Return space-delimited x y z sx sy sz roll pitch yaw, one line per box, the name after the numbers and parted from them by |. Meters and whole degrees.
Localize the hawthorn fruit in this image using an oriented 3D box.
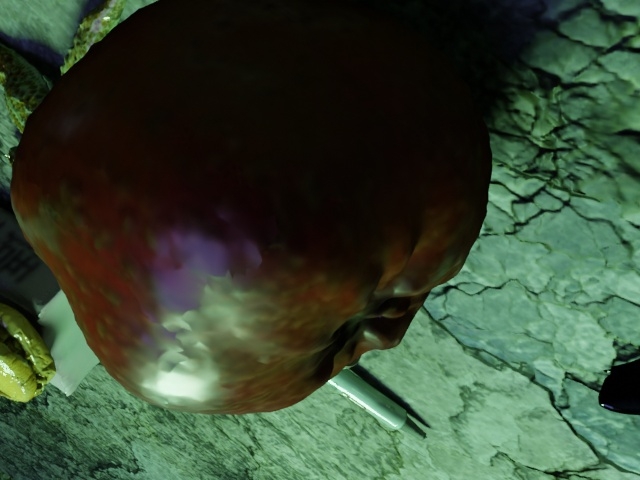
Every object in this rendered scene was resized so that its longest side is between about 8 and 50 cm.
-0.054 -0.030 0.493 0.300 0.275 0.275 25 146 31 | hawthorn fruit

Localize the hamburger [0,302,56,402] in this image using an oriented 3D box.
-0.420 0.141 0.996 0.138 0.083 0.147 8 135 28 | hamburger

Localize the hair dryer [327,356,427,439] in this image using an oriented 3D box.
0.039 0.179 0.871 0.183 0.044 0.155 43 149 -14 | hair dryer

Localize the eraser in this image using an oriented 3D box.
-0.494 0.049 1.138 0.359 0.122 0.272 29 148 14 | eraser

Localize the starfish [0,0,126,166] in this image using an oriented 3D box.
-0.233 -0.110 0.747 0.347 0.078 0.358 33 147 12 | starfish

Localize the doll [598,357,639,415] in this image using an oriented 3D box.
0.318 0.128 0.517 0.249 0.088 0.127 12 120 19 | doll
